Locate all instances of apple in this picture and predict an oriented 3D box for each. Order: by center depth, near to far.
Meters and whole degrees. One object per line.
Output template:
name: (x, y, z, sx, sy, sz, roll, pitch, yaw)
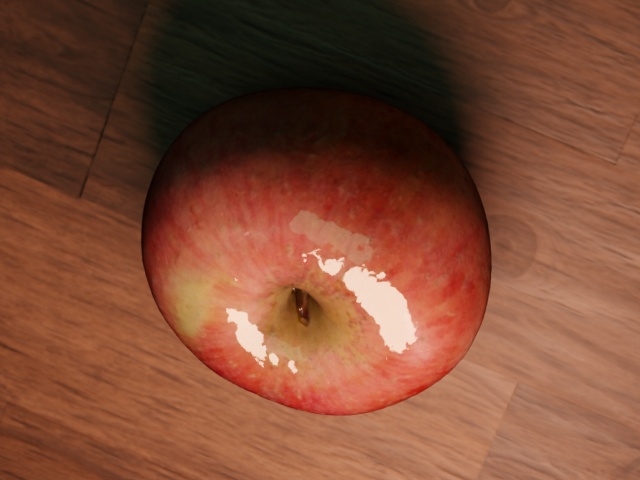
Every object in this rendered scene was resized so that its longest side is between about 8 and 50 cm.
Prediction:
apple: (0.000, 0.000, 1.847, 0.344, 0.269, 0.345, 7, 126, 10)
